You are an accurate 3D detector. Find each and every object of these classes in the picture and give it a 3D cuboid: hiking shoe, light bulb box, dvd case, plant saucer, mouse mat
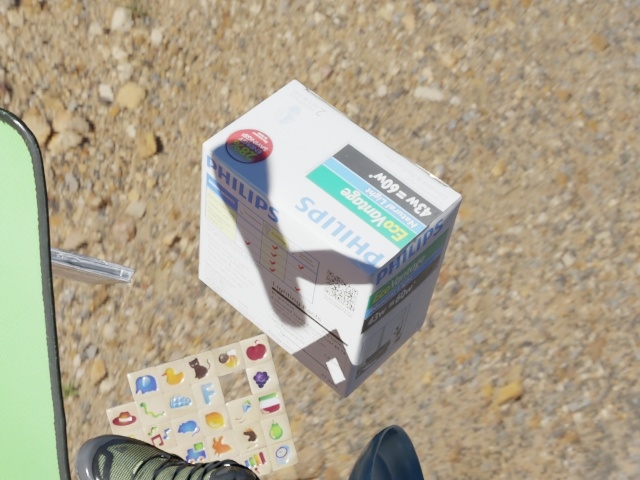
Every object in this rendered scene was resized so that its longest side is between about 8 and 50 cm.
[{"bbox_3d":[-0.104,0.216,0.968,0.226,0.114,0.086,26,43,2],"label":"hiking shoe"},{"bbox_3d":[0.000,0.000,1.824,0.358,0.361,0.225,37,57,20],"label":"light bulb box"},{"bbox_3d":[-0.283,0.015,1.095,0.164,0.221,0.018,16,81,-20],"label":"dvd case"},{"bbox_3d":[0.078,0.370,1.267,0.043,0.317,0.318,-6,73,17],"label":"plant saucer"},{"bbox_3d":[-0.152,0.022,0.402,0.152,0.190,0.007,19,34,23],"label":"mouse mat"}]

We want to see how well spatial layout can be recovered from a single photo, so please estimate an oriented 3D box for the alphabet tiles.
[{"bbox_3d":[-0.164,0.253,1.540,0.237,0.009,0.198,-16,103,-10],"label":"alphabet tiles"}]
